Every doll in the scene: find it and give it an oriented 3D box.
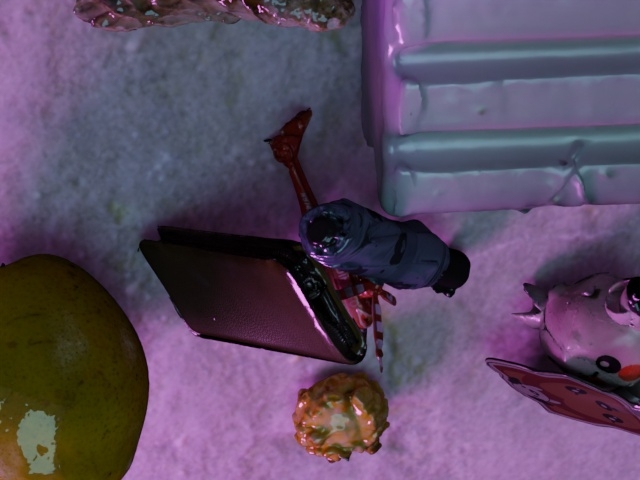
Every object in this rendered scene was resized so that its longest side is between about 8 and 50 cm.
[{"bbox_3d":[0.254,0.088,1.519,0.192,0.149,0.095,39,71,-33],"label":"doll"}]

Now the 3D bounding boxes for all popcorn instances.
[{"bbox_3d":[0.019,0.148,1.563,0.083,0.057,0.082,39,104,-21],"label":"popcorn"}]

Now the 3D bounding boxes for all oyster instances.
[{"bbox_3d":[-0.081,-0.186,1.352,0.199,0.061,0.106,-12,120,2],"label":"oyster"}]

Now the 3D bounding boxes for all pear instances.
[{"bbox_3d":[-0.222,0.112,1.444,0.198,0.198,0.198,-2,121,-4],"label":"pear"}]

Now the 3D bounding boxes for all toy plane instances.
[{"bbox_3d":[-0.003,0.004,1.454,0.077,0.126,0.194,-12,127,34],"label":"toy plane"}]

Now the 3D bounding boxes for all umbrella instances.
[{"bbox_3d":[0.056,0.006,1.407,0.053,0.052,0.250,-46,156,15],"label":"umbrella"}]

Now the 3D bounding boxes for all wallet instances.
[{"bbox_3d":[-0.055,0.041,1.427,0.031,0.198,0.110,-46,120,-27],"label":"wallet"}]

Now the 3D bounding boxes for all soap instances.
[{"bbox_3d":[0.256,-0.166,1.340,0.446,0.156,0.261,-3,120,-3],"label":"soap"}]

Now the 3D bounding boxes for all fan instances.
[{"bbox_3d":[0.234,0.133,1.504,0.132,0.220,0.009,35,72,-39],"label":"fan"}]
